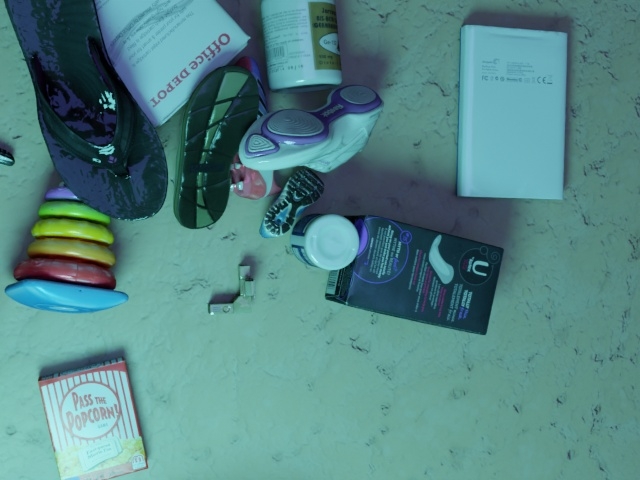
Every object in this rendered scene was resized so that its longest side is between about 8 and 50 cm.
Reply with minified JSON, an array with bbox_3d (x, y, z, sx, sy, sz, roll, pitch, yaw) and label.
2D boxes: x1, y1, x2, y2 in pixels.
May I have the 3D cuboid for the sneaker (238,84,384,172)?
[{"bbox_3d":[-0.011,-0.158,1.582,0.305,0.152,0.114,-25,54,-37],"label":"sneaker"}]

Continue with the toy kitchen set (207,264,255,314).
[{"bbox_3d":[-0.155,0.087,1.623,0.075,0.068,0.083,-2,92,-15],"label":"toy kitchen set"}]

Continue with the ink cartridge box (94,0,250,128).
[{"bbox_3d":[-0.307,-0.363,1.538,0.223,0.129,0.307,-45,101,-10],"label":"ink cartridge box"}]

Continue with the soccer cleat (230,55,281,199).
[{"bbox_3d":[-0.115,-0.195,1.628,0.095,0.083,0.247,-1,91,-35],"label":"soccer cleat"}]

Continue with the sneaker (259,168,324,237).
[{"bbox_3d":[-0.058,-0.065,1.648,0.063,0.073,0.162,46,60,-7],"label":"sneaker"}]

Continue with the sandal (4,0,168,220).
[{"bbox_3d":[-0.371,-0.228,1.416,0.168,0.107,0.445,-22,101,-2],"label":"sandal"}]

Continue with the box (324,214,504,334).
[{"bbox_3d":[0.166,0.060,1.667,0.271,0.143,0.165,14,87,-15],"label":"box"}]

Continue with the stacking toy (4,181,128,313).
[{"bbox_3d":[-0.404,-0.036,1.524,0.175,0.166,0.301,10,78,-30],"label":"stacking toy"}]

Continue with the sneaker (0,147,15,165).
[{"bbox_3d":[-0.560,-0.135,1.530,0.109,0.040,0.043,11,105,-11],"label":"sneaker"}]

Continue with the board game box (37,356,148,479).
[{"bbox_3d":[-0.386,0.310,1.580,0.147,0.045,0.193,-13,95,-14],"label":"board game box"}]

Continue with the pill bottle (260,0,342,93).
[{"bbox_3d":[-0.036,-0.377,1.609,0.131,0.131,0.229,-7,93,-15],"label":"pill bottle"}]

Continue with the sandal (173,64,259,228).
[{"bbox_3d":[-0.193,-0.160,1.561,0.120,0.086,0.302,5,122,-27],"label":"sandal"}]

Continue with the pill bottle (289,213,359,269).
[{"bbox_3d":[0.000,0.000,1.609,0.094,0.169,0.094,-1,93,-15],"label":"pill bottle"}]

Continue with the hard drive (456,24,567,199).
[{"bbox_3d":[0.364,-0.239,1.765,0.210,0.040,0.318,1,91,-15],"label":"hard drive"}]
